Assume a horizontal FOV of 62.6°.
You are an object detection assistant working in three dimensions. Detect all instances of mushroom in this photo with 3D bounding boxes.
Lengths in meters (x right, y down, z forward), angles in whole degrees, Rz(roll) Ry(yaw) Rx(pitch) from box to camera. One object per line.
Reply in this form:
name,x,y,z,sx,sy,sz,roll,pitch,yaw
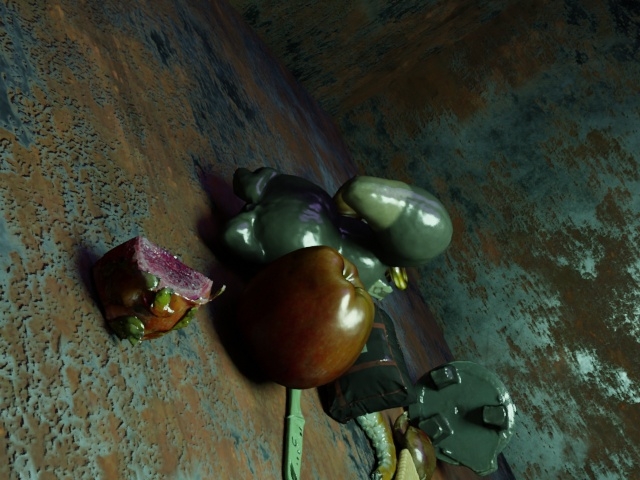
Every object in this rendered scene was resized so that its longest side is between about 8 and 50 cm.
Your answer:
mushroom,0.228,0.498,1.261,0.135,0.080,0.171,53,16,-64

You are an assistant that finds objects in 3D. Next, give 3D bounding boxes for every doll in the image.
doll,0.138,-0.017,1.567,0.318,0.209,0.340,-119,-158,-75
doll,0.014,-0.043,1.017,0.382,0.378,0.252,27,37,-34

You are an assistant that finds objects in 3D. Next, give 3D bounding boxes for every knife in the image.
knife,-0.041,0.290,0.881,0.043,0.019,0.293,55,16,-24

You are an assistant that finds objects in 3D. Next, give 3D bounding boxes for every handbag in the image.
handbag,0.083,0.251,1.073,0.155,0.169,0.215,49,20,-46

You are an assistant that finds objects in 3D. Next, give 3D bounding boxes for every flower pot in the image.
flower pot,0.400,0.489,1.453,0.299,0.299,0.283,68,9,27

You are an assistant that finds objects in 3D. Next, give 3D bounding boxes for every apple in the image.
apple,-0.026,0.126,0.856,0.234,0.234,0.234,54,16,-23

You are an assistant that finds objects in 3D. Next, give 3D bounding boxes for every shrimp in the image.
shrimp,0.107,0.420,1.090,0.161,0.049,0.166,58,22,-14

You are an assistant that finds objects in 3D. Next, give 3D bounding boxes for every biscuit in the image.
biscuit,0.182,0.550,1.068,0.249,0.030,0.160,-24,94,-75

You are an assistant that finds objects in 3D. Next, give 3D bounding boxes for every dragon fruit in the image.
dragon fruit,-0.198,0.072,0.630,0.147,0.102,0.096,40,16,-29
